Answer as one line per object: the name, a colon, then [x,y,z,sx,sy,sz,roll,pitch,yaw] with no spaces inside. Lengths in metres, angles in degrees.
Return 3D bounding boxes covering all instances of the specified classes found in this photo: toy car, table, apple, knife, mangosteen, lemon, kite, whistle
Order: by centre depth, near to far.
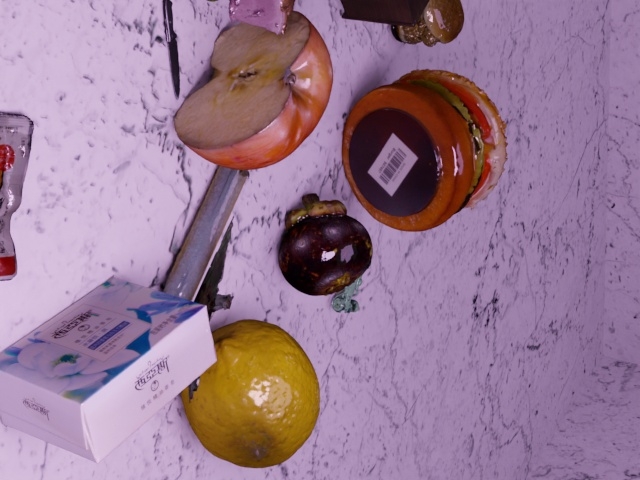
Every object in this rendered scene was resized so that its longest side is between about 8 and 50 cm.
knife: [-0.242,-0.312,1.620,0.023,0.010,0.170,-29,126,-43]
apple: [-0.087,-0.229,1.661,0.163,0.251,0.292,44,63,-44]
kite: [-0.190,0.119,1.666,0.013,0.268,0.322,17,71,-19]
whistle: [-0.201,-0.013,1.738,0.057,0.068,0.326,29,75,-20]
lemon: [-0.120,0.285,1.802,0.253,0.254,0.310,-51,140,-35]
table: [0.122,-0.557,1.951,0.169,0.173,0.193,-61,149,-25]
mangosteen: [0.000,0.000,1.979,0.192,0.192,0.217,12,53,-58]
toy car: [0.064,0.092,2.205,0.073,0.054,0.143,10,96,-57]

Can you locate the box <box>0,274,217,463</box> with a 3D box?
box: [-0.323,0.184,1.487,0.274,0.203,0.116,-39,132,-44]

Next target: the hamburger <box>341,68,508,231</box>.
hamburger: [0.225,-0.198,2.106,0.250,0.330,0.329,-23,120,-47]

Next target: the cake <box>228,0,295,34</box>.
cake: [-0.083,-0.488,1.630,0.112,0.116,0.295,92,4,-59]

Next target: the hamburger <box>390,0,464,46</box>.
hamburger: [0.237,-0.508,2.190,0.185,0.131,0.159,0,98,-54]

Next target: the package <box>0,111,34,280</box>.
package: [-0.462,-0.058,1.344,0.154,0.030,0.239,-3,102,-59]
